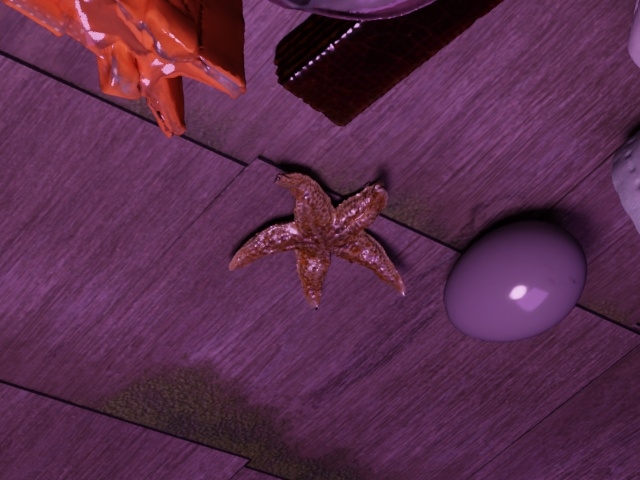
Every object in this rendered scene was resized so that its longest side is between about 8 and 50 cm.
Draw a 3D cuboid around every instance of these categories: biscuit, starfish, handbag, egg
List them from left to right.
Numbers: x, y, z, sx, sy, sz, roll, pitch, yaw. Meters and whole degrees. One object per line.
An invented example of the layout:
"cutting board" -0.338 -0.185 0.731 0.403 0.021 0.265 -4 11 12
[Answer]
"handbag" -0.224 -0.313 1.379 0.116 0.303 0.410 -28 136 24
"starfish" 0.000 0.000 1.945 0.236 0.062 0.277 -31 136 21
"biscuit" 0.116 -0.268 1.674 0.388 0.073 0.107 -37 131 26
"egg" 0.248 0.055 1.996 0.198 0.146 0.146 -25 136 24

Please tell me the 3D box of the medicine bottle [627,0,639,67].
"medicine bottle" 0.419 -0.293 1.664 0.144 0.144 0.252 -1 134 -12

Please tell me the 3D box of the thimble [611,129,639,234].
"thimble" 0.472 -0.065 1.875 0.237 0.237 0.150 25 131 -33

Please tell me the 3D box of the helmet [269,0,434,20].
"helmet" -0.001 -0.372 1.444 0.271 0.197 0.338 -43 138 19
